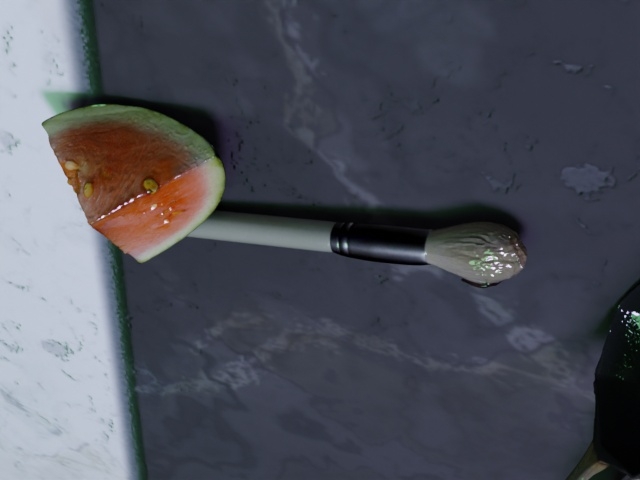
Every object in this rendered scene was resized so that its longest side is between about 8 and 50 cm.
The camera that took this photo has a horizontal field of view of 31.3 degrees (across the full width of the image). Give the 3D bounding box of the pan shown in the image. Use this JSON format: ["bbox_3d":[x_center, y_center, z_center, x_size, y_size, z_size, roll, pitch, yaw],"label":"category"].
[{"bbox_3d":[0.211,0.105,0.752,0.048,0.128,0.202,17,145,-12],"label":"pan"}]

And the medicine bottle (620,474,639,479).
[{"bbox_3d":[0.357,0.199,0.769,0.282,0.123,0.375,30,138,1],"label":"medicine bottle"}]

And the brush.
[{"bbox_3d":[0.000,0.000,0.806,0.299,0.039,0.042,4,137,25],"label":"brush"}]

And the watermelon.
[{"bbox_3d":[-0.127,-0.040,0.783,0.135,0.094,0.125,-17,109,36],"label":"watermelon"}]
